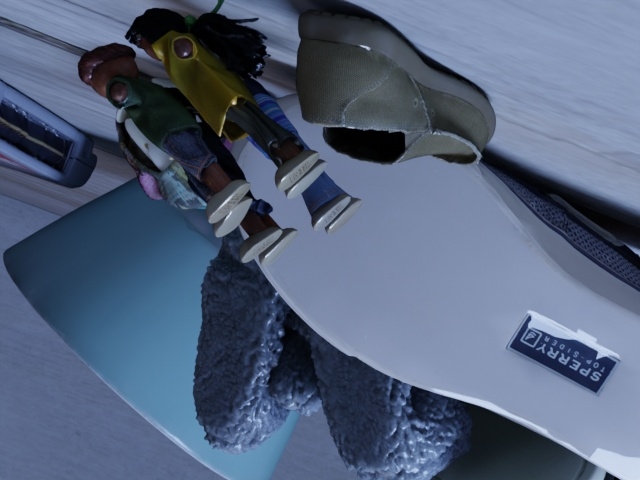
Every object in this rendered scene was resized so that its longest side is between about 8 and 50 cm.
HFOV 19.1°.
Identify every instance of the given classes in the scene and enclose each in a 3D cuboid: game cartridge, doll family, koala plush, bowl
[{"bbox_3d":[-0.319,-0.114,1.577,0.196,0.060,0.294,22,176,15],"label":"game cartridge"},{"bbox_3d":[-0.045,-0.054,0.845,0.111,0.076,0.193,47,176,15],"label":"doll family"},{"bbox_3d":[0.055,0.033,1.229,0.196,0.203,0.221,8,-170,42],"label":"koala plush"},{"bbox_3d":[-0.109,0.057,1.671,0.311,0.163,0.311,43,-177,-3],"label":"bowl"}]

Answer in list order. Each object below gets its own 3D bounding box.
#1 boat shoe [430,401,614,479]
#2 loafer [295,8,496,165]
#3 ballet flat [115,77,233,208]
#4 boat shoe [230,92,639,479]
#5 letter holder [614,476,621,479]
[{"bbox_3d":[0.123,0.152,1.252,0.113,0.127,0.340,60,169,-15],"label":"boat shoe"},{"bbox_3d":[0.028,-0.056,0.818,0.056,0.050,0.148,16,175,34],"label":"loafer"},{"bbox_3d":[-0.085,-0.063,1.141,0.079,0.077,0.221,41,170,-15],"label":"ballet flat"},{"bbox_3d":[0.085,0.017,1.063,0.340,0.127,0.158,35,-170,-19],"label":"boat shoe"},{"bbox_3d":[0.175,0.158,1.476,0.152,0.214,0.302,63,169,-5],"label":"letter holder"}]
